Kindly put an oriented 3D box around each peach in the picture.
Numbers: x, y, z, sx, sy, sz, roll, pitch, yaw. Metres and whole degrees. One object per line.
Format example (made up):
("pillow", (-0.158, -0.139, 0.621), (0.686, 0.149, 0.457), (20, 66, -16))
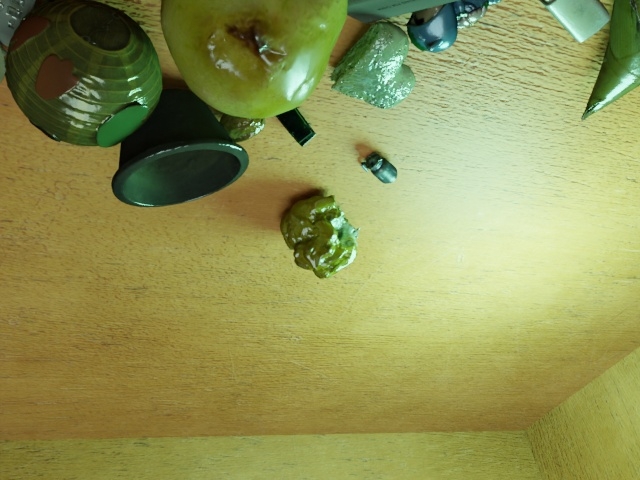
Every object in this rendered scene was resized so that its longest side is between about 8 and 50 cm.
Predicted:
("peach", (-0.108, -0.351, 0.967), (0.281, 0.316, 0.314), (21, 141, -13))

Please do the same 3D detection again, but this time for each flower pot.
("flower pot", (-0.292, -0.189, 1.193), (0.268, 0.166, 0.269), (-20, 166, -5))

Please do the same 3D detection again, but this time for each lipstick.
("lipstick", (0.441, -0.476, 1.131), (0.252, 0.079, 0.077), (25, 130, -35))

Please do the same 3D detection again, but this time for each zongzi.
("zongzi", (0.606, -0.402, 1.238), (0.260, 0.123, 0.289), (30, 130, -35))

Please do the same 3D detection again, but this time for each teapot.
("teapot", (0.143, -0.175, 1.458), (0.083, 0.063, 0.049), (35, 91, -39))

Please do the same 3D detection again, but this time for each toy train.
("toy train", (-0.083, -0.281, 1.262), (0.044, 0.042, 0.209), (-42, 136, 0))

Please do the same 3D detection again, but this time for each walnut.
("walnut", (-0.164, -0.245, 1.260), (0.096, 0.083, 0.079), (-22, 168, 10))

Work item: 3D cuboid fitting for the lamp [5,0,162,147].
("lamp", (-0.406, -0.272, 1.040), (0.250, 0.250, 0.284), (11, 151, -26))

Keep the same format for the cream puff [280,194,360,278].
("cream puff", (-0.005, 0.002, 1.531), (0.194, 0.195, 0.221), (-26, 136, 18))

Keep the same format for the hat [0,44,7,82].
("hat", (-0.663, -0.301, 0.992), (0.251, 0.110, 0.252), (3, 143, 2))

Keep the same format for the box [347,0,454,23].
("box", (0.140, -0.425, 1.018), (0.243, 0.055, 0.103), (6, 180, 45))

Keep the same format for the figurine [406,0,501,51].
("figurine", (0.234, -0.436, 1.115), (0.178, 0.114, 0.144), (-29, 132, 3))

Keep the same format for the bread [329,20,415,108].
("bread", (0.099, -0.333, 1.198), (0.172, 0.064, 0.232), (-4, 156, 11))

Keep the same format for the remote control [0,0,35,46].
("remote control", (-0.485, -0.449, 0.946), (0.109, 0.055, 0.313), (22, 128, -22))
